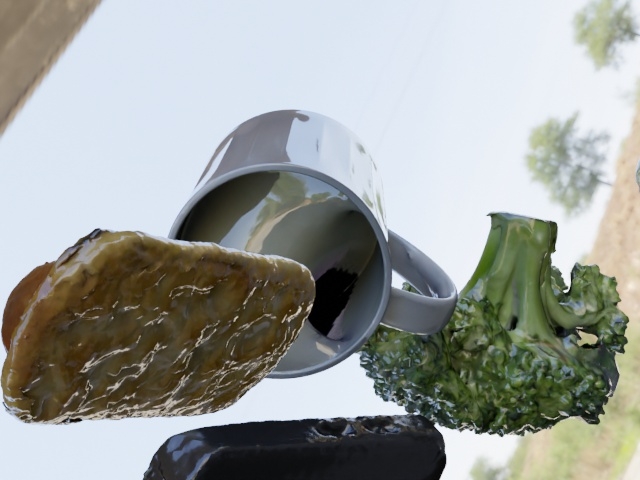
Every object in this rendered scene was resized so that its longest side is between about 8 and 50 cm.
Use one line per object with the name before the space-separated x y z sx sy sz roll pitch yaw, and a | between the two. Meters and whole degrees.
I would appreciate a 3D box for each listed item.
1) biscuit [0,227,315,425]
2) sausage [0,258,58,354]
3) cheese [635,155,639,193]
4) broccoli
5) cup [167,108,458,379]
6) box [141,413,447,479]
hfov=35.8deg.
biscuit | -0.078 0.054 0.559 0.118 0.029 0.247 -62 -27 8
sausage | -0.268 0.089 1.201 0.153 0.268 0.141 55 -144 -41
cheese | 0.288 -0.108 0.693 0.127 0.050 0.255 -36 18 41
broccoli | 0.239 0.123 1.325 0.317 0.338 0.277 -52 13 4
cup | 0.000 0.000 1.144 0.327 0.323 0.236 -83 13 -73
box | -0.052 0.340 1.042 0.350 0.091 0.359 6 -65 -37
